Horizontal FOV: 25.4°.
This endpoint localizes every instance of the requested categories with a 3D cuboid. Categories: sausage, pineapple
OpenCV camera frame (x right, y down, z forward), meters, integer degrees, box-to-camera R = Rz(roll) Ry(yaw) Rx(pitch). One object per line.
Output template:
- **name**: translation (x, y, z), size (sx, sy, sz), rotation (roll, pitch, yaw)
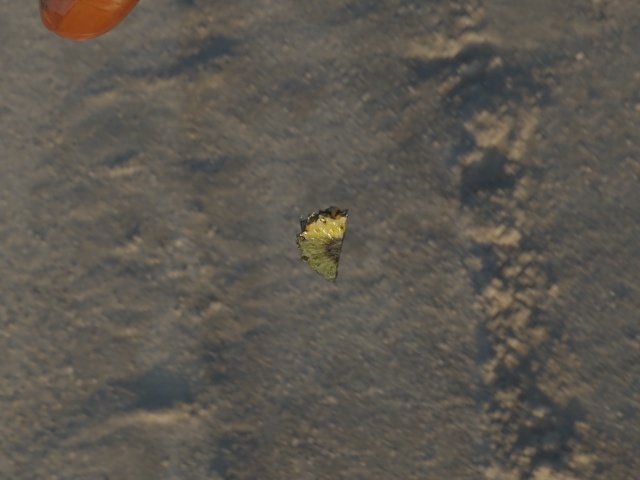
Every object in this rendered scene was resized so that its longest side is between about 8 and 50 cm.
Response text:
- **sausage**: translation (-0.245, -0.329, 1.633), size (0.258, 0.133, 0.133), rotation (-46, 47, 42)
- **pineapple**: translation (0.000, 0.000, 1.259), size (0.045, 0.083, 0.019), rotation (11, 42, 5)
